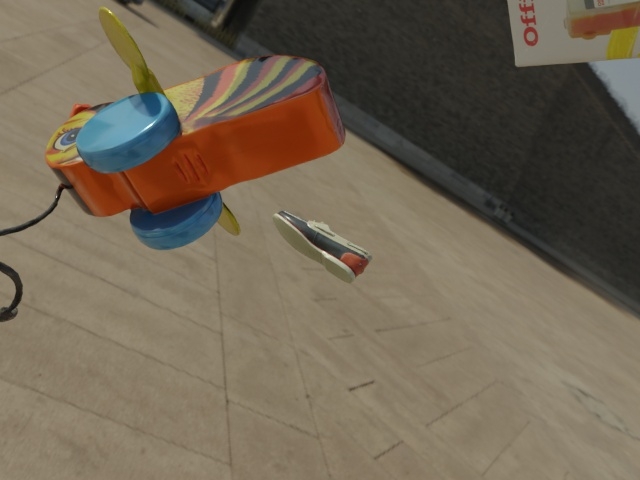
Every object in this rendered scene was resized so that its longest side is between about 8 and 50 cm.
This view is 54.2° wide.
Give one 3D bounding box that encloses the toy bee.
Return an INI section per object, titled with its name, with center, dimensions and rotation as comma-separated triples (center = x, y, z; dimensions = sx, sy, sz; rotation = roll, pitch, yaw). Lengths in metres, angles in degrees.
[toy bee]
center = -0.142, -0.078, 0.470
dimensions = 0.299, 0.195, 0.162
rotation = -8, 39, -16

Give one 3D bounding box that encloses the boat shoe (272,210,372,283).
[boat shoe]
center = 0.000, 0.000, 0.778
dimensions = 0.137, 0.043, 0.049
rotation = 34, -23, 21

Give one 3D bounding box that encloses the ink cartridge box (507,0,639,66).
[ink cartridge box]
center = 0.406, -0.362, 0.719
dimensions = 0.161, 0.279, 0.385
rotation = -26, 23, -29
